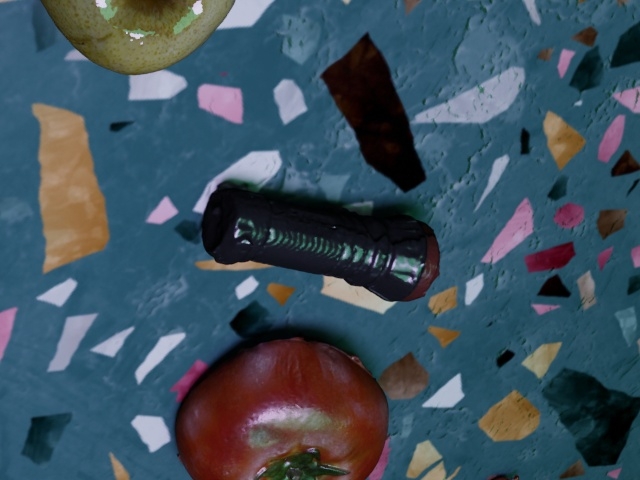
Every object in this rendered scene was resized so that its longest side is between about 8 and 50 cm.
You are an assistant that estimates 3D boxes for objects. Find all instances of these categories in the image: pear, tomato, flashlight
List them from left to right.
[{"bbox_3d":[-0.138,-0.212,1.075,0.167,0.136,0.167,-13,126,-18],"label":"pear"},{"bbox_3d":[-0.031,0.207,1.422,0.225,0.085,0.225,-7,123,-11],"label":"tomato"},{"bbox_3d":[0.000,0.000,1.337,0.232,0.093,0.093,13,113,-30],"label":"flashlight"}]

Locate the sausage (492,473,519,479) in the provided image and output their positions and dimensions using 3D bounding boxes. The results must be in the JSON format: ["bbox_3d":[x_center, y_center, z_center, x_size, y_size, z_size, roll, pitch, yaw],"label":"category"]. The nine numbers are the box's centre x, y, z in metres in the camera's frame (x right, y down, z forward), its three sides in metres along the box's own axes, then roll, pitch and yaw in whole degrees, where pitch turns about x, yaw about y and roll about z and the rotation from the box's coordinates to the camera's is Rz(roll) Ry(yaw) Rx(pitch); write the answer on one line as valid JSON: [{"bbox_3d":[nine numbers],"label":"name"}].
[{"bbox_3d":[0.133,0.353,1.680,0.253,0.034,0.034,-33,131,-6],"label":"sausage"}]
